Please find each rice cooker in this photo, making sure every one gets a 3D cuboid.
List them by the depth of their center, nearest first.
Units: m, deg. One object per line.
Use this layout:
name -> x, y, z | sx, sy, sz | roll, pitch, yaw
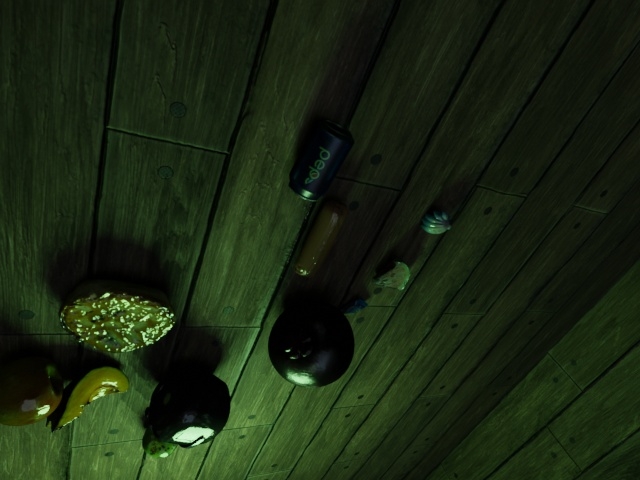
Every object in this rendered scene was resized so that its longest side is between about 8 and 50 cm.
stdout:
rice cooker -> -0.474, 0.593, 1.453 | 0.267, 0.267, 0.224 | -43, 131, 14

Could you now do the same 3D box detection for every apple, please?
apple -> -0.863, 0.438, 1.182 | 0.195, 0.196, 0.196 | -12, 131, -15

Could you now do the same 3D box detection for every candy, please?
candy -> 0.114, 0.272, 1.595 | 0.136, 0.038, 0.088 | -32, 147, 13

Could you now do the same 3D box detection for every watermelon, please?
watermelon -> 0.256, 0.123, 1.517 | 0.139, 0.071, 0.187 | -13, 140, -5

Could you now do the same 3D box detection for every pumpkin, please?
pumpkin -> -0.775, 0.477, 1.319 | 0.254, 0.130, 0.149 | -23, 115, -55

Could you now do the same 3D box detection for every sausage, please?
sausage -> -0.001, 0.000, 1.282 | 0.086, 0.086, 0.289 | 8, 125, -29

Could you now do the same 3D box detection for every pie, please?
pie -> -0.593, 0.227, 1.207 | 0.314, 0.092, 0.315 | -10, 134, -11

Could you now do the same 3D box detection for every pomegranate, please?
pomegranate -> -0.633, 0.789, 1.635 | 0.143, 0.123, 0.169 | 11, 165, 2

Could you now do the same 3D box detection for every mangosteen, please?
mangosteen -> -0.024, 0.367, 1.457 | 0.306, 0.307, 0.347 | -34, 161, 5

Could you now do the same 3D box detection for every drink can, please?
drink can -> -0.002, -0.212, 1.084 | 0.118, 0.118, 0.205 | 13, 120, -32

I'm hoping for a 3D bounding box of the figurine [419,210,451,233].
figurine -> 0.402, -0.062, 1.430 | 0.114, 0.079, 0.114 | 7, 156, 3
